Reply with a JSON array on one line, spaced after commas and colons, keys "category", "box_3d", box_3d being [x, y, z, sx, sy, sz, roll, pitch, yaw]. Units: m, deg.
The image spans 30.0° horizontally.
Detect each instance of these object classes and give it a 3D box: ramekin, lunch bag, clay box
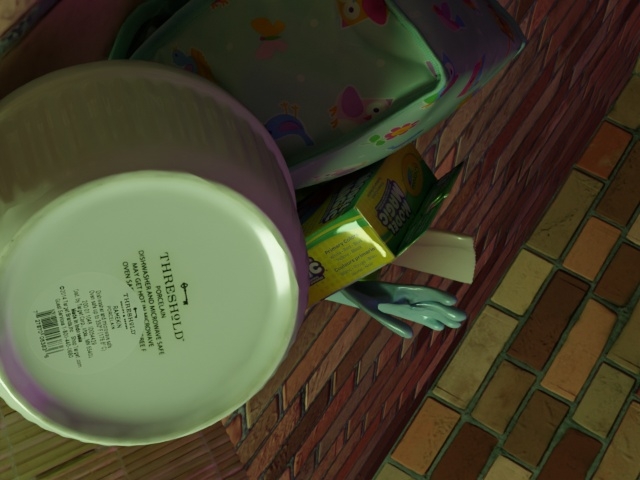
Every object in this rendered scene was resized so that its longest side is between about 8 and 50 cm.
[{"category": "ramekin", "box_3d": [-0.103, 0.015, 0.657, 0.207, 0.207, 0.109, -67, -155, 20]}, {"category": "lunch bag", "box_3d": [-0.021, -0.111, 0.815, 0.262, 0.160, 0.223, -30, 180, 27]}, {"category": "clay box", "box_3d": [0.000, 0.000, 0.904, 0.222, 0.053, 0.127, -33, -167, 32]}]

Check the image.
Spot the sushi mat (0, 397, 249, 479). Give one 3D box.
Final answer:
[{"category": "sushi mat", "box_3d": [-0.177, 0.142, 0.714, 0.019, 0.151, 0.316, -16, -177, 44]}]

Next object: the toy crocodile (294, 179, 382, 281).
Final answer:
[{"category": "toy crocodile", "box_3d": [0.017, -0.036, 1.114, 0.340, 0.115, 0.105, 93, 15, -74]}]

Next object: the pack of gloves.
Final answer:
[{"category": "pack of gloves", "box_3d": [0.017, 0.032, 1.048, 0.195, 0.232, 0.046, 78, 27, -64]}]
